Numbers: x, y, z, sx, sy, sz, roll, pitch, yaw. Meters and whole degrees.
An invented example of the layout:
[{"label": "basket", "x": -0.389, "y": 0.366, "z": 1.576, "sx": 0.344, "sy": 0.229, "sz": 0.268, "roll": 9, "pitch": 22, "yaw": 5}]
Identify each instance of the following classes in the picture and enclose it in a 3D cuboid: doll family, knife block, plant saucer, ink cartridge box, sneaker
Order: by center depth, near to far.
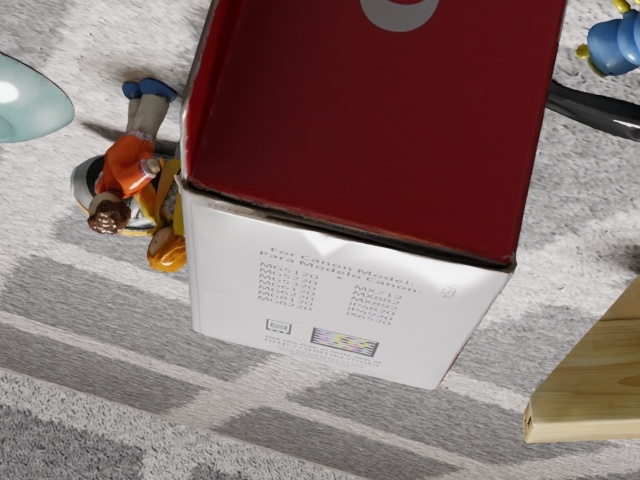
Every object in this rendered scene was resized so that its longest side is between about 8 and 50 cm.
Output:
[{"label": "ink cartridge box", "x": 0.040, "y": -0.122, "z": 0.596, "sx": 0.130, "sy": 0.309, "sz": 0.272, "roll": 14, "pitch": 162, "yaw": 1}, {"label": "doll family", "x": -0.091, "y": -0.054, "z": 1.130, "sx": 0.118, "sy": 0.163, "sz": 0.263, "roll": 24, "pitch": 160, "yaw": -27}, {"label": "knife block", "x": 0.355, "y": 0.141, "z": 1.271, "sx": 0.242, "sy": 0.276, "sz": 0.088, "roll": 41, "pitch": 168, "yaw": 16}, {"label": "plant saucer", "x": -0.326, "y": -0.130, "z": 1.288, "sx": 0.195, "sy": 0.037, "sz": 0.195, "roll": 13, "pitch": 161, "yaw": 5}, {"label": "sneaker", "x": -0.129, "y": -0.047, "z": 1.326, "sx": 0.215, "sy": 0.084, "sz": 0.083, "roll": 8, "pitch": 161, "yaw": -12}]

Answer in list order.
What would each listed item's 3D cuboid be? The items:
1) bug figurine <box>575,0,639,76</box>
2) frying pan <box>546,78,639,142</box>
[{"label": "bug figurine", "x": 0.303, "y": -0.099, "z": 0.851, "sx": 0.279, "sy": 0.072, "sz": 0.216, "roll": 24, "pitch": 159, "yaw": -26}, {"label": "frying pan", "x": 0.078, "y": -0.129, "z": 0.901, "sx": 0.326, "sy": 0.053, "sz": 0.197, "roll": 7, "pitch": 160, "yaw": 46}]
